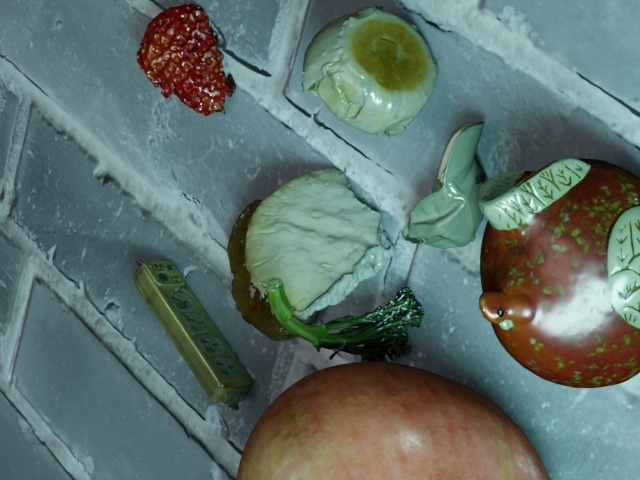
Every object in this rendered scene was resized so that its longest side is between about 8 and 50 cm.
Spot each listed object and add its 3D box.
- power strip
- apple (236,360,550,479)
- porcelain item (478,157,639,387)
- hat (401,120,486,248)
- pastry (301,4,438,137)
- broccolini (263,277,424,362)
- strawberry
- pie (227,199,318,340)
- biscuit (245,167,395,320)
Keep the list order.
[{"bbox_3d":[-0.188,0.124,2.402,0.305,0.064,0.044,52,127,35],"label":"power strip"},{"bbox_3d":[0.076,0.308,1.874,0.364,0.364,0.363,5,96,50],"label":"apple"},{"bbox_3d":[0.248,0.036,1.741,0.253,0.253,0.252,5,96,50],"label":"porcelain item"},{"bbox_3d":[0.160,-0.063,1.977,0.122,0.081,0.166,-105,35,-85],"label":"hat"},{"bbox_3d":[0.061,-0.205,2.014,0.088,0.166,0.165,-44,59,49],"label":"pastry"},{"bbox_3d":[0.034,0.084,1.994,0.123,0.271,0.062,-53,50,6],"label":"broccolini"},{"bbox_3d":[-0.195,-0.256,2.376,0.188,0.082,0.121,56,129,36],"label":"strawberry"},{"bbox_3d":[-0.061,0.044,2.258,0.195,0.046,0.195,7,99,50],"label":"pie"},{"bbox_3d":[0.000,0.000,2.090,0.265,0.188,0.040,-84,-5,-46],"label":"biscuit"}]
